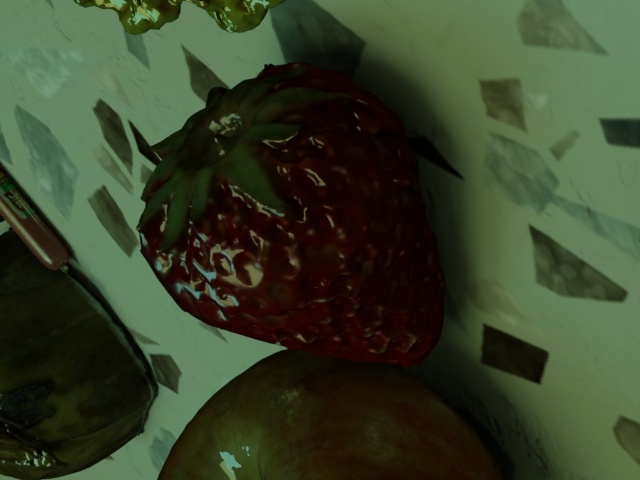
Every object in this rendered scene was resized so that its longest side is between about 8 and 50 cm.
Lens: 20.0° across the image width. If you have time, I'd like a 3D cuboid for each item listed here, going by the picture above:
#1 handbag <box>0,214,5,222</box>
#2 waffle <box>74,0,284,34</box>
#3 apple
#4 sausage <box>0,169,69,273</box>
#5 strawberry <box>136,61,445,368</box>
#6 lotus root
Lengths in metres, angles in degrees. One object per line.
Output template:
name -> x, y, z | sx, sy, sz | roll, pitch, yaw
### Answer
handbag -> -0.355, -0.048, 1.831 | 0.111, 0.047, 0.072 | 41, 151, 24
waffle -> -0.121, -0.264, 1.165 | 0.312, 0.060, 0.307 | -6, 124, 38
apple -> 0.016, 0.239, 1.398 | 0.301, 0.301, 0.301 | 36, 148, 27
sausage -> -0.320, -0.053, 1.791 | 0.223, 0.029, 0.029 | 49, 152, 4
strawberry -> 0.000, 0.000, 1.263 | 0.205, 0.205, 0.244 | 10, 153, 51
lotus root -> -0.306, 0.141, 1.856 | 0.272, 0.192, 0.272 | 28, 141, 26
